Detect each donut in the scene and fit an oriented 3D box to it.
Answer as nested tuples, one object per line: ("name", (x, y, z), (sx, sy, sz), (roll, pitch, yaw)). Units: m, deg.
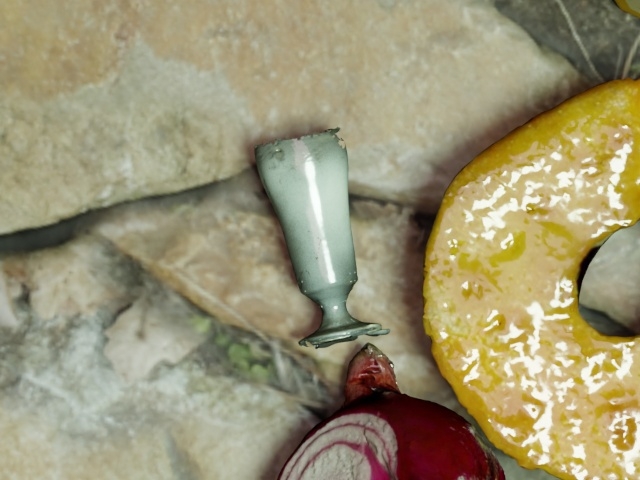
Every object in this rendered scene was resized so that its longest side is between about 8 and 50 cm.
("donut", (0.223, 0.031, 1.243), (0.302, 0.110, 0.303), (0, 86, 4))

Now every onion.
("onion", (0.054, 0.172, 1.238), (0.173, 0.198, 0.135), (-23, 130, 28))

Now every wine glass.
("wine glass", (0.000, 0.000, 1.270), (0.072, 0.072, 0.155), (-13, 86, 1))

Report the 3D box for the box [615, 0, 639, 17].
("box", (0.351, -0.268, 1.165), (0.259, 0.214, 0.284), (28, 89, 28))
